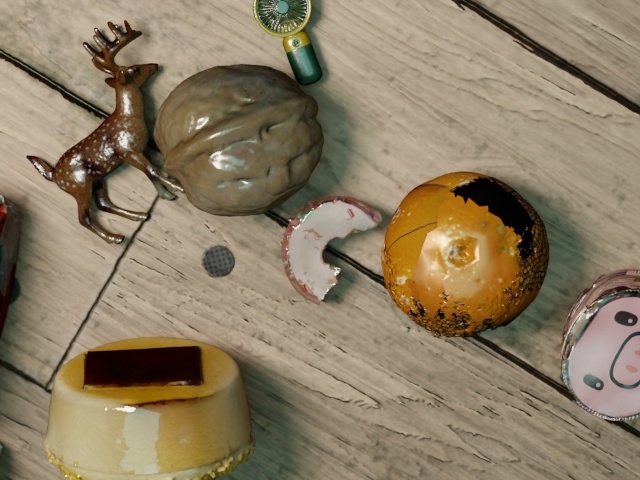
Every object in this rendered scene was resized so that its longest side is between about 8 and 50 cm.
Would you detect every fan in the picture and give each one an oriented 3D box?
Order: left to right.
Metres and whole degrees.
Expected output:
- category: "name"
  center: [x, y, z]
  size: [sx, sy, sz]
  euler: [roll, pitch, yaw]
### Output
- category: "fan"
  center: [-0.040, -0.290, 1.644]
  size: [0.082, 0.039, 0.155]
  euler: [-20, 100, 4]

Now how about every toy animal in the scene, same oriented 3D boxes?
- category: "toy animal"
  center: [-0.294, -0.149, 1.651]
  size: [0.243, 0.087, 0.260]
  euler: [-37, 100, 5]

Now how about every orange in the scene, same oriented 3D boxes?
- category: "orange"
  center: [0.197, 0.019, 1.627]
  size: [0.234, 0.182, 0.234]
  euler: [1, 94, 13]

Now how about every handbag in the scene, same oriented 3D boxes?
- category: "handbag"
  center: [0.430, 0.146, 1.668]
  size: [0.179, 0.116, 0.205]
  euler: [25, 100, -2]

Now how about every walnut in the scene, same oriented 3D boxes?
- category: "walnut"
  center: [-0.111, -0.136, 1.584]
  size: [0.224, 0.224, 0.224]
  euler: [0, 100, 1]

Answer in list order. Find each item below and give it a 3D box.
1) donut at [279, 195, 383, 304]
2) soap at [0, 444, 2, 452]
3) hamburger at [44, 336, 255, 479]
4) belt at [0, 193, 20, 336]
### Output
- category: "donut"
  center: [0.000, 0.000, 1.679]
  size: [0.117, 0.065, 0.166]
  euler: [34, 97, -6]
- category: "soap"
  center: [-0.649, 0.305, 1.673]
  size: [0.347, 0.208, 0.115]
  euler: [20, 98, -1]
- category: "hamburger"
  center: [-0.231, 0.248, 1.613]
  size: [0.302, 0.302, 0.170]
  euler: [0, 106, 1]
- category: "belt"
  center: [-0.509, 0.083, 1.626]
  size: [0.115, 0.227, 0.324]
  euler: [13, 81, -1]
